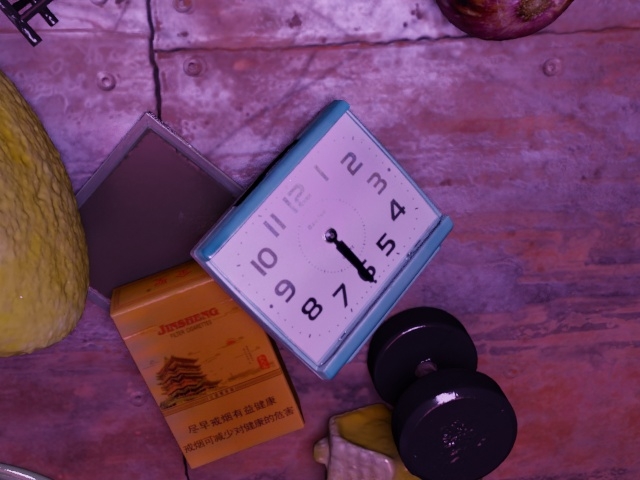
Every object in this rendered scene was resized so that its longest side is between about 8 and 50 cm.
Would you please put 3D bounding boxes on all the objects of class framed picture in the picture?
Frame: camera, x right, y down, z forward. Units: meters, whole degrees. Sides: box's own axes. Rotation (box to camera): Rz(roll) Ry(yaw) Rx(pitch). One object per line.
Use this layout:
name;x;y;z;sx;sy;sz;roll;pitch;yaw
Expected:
framed picture;-0.225;-0.014;1.046;0.197;0.014;0.252;39;103;-20

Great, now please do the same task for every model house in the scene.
model house;0.105;0.344;1.172;0.234;0.175;0.193;4;113;2

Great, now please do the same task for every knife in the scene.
knife;-0.496;0.320;1.151;0.293;0.020;0.043;25;109;-16

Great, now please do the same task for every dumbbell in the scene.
dumbbell;0.154;0.202;1.074;0.153;0.218;0.152;-3;114;-7

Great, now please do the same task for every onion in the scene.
onion;0.210;-0.309;0.907;0.177;0.153;0.177;-12;123;-19

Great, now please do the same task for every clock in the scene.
clock;0.000;0.000;0.997;0.231;0.116;0.262;46;71;-17

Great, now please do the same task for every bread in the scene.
bread;-0.435;-0.011;0.851;0.308;0.348;0.348;-24;114;11

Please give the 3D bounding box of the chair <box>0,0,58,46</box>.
chair;-0.322;-0.356;0.825;0.155;0.141;0.260;-36;115;8

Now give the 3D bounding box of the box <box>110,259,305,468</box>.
box;-0.145;0.161;1.088;0.174;0.076;0.274;-21;117;-2
